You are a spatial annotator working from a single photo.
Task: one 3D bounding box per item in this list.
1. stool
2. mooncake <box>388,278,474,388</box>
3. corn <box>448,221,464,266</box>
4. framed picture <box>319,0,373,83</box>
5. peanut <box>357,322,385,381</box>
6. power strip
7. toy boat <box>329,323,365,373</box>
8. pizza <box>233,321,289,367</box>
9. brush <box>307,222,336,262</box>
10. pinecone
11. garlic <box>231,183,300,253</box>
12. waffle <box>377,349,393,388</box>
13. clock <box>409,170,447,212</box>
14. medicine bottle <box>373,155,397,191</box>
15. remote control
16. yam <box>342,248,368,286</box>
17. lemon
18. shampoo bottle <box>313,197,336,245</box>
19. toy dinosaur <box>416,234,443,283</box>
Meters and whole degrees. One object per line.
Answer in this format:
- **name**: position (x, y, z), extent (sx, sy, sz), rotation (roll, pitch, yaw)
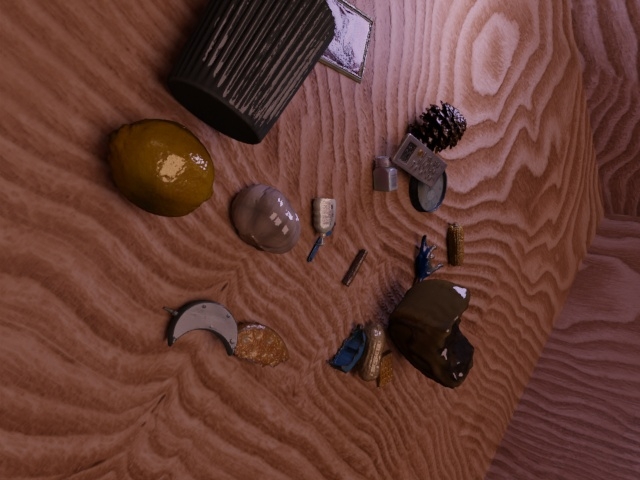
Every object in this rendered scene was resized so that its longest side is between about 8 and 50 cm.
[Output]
- **stool**: position (-0.167, -0.431, 1.161), extent (0.297, 0.297, 0.330), rotation (38, 76, -43)
- **mooncake**: position (0.449, 0.359, 1.868), extent (0.394, 0.393, 0.246), rotation (45, 64, -4)
- **corn**: position (0.595, 0.018, 2.166), extent (0.068, 0.068, 0.208), rotation (-24, 114, -39)
- **framed picture**: position (0.064, -0.634, 1.527), extent (0.273, 0.016, 0.217), rotation (8, 93, -45)
- **peanut**: position (0.189, 0.411, 1.831), extent (0.098, 0.090, 0.215), rotation (51, 52, -82)
- **power strip**: position (-0.313, 0.224, 1.303), extent (0.215, 0.044, 0.137), rotation (20, 73, -31)
- **toy boat**: position (0.105, 0.380, 1.755), extent (0.185, 0.075, 0.077), rotation (-46, 136, -31)
- **pizza**: position (-0.187, 0.306, 1.459), extent (0.246, 0.058, 0.128), rotation (15, 81, -41)
- **brush**: position (0.000, 0.000, 1.610), extent (0.051, 0.014, 0.164), rotation (42, 71, -41)
- **pinecone**: position (0.434, -0.409, 1.838), extent (0.184, 0.204, 0.179), rotation (20, 41, -43)
- **garlic**: position (-0.132, -0.058, 1.379), extent (0.229, 0.142, 0.178), rotation (37, 75, -34)
- **waffle**: position (0.257, 0.513, 1.974), extent (0.092, 0.021, 0.135), rotation (-21, 113, -40)
- **clock**: position (0.431, -0.217, 1.968), extent (0.214, 0.041, 0.215), rotation (-12, 107, -42)
- **medicine bottle**: position (0.226, -0.234, 1.737), extent (0.054, 0.074, 0.118), rotation (-20, 111, -39)
- **remote control**: position (0.359, -0.287, 1.803), extent (0.312, 0.055, 0.109), rotation (22, 106, -47)
- **yam**: position (0.123, 0.096, 1.740), extent (0.032, 0.032, 0.146), rotation (46, 68, -40)
- **lemon**: position (-0.347, -0.159, 1.095), extent (0.260, 0.204, 0.204), rotation (37, 73, -40)
- **shampoo bottle**: position (0.011, -0.058, 1.575), extent (0.077, 0.045, 0.152), rotation (0, 95, -28)
- **toy dinosaur**: position (0.404, 0.103, 2.000), extent (0.188, 0.075, 0.248), rotation (-43, 132, -21)
